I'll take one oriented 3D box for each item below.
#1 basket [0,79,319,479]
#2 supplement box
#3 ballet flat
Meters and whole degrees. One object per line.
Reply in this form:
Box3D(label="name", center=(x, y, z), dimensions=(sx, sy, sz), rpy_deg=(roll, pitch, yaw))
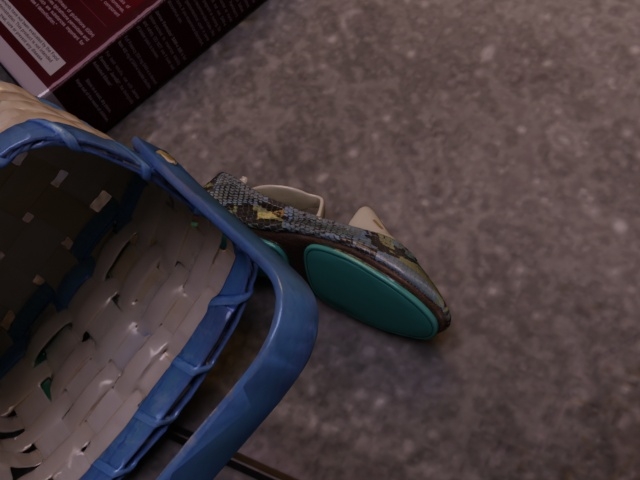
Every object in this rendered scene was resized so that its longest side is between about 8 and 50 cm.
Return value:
Box3D(label="basket", center=(-0.138, 0.056, 0.602), dimensions=(0.255, 0.201, 0.289), rpy_deg=(-51, 39, 10))
Box3D(label="supplement box", center=(-0.126, -0.191, 0.823), dimensions=(0.239, 0.073, 0.130), rpy_deg=(-41, 61, -6))
Box3D(label="ballet flat", center=(0.000, 0.000, 0.699), dimensions=(0.188, 0.070, 0.070), rpy_deg=(20, 71, 20))
